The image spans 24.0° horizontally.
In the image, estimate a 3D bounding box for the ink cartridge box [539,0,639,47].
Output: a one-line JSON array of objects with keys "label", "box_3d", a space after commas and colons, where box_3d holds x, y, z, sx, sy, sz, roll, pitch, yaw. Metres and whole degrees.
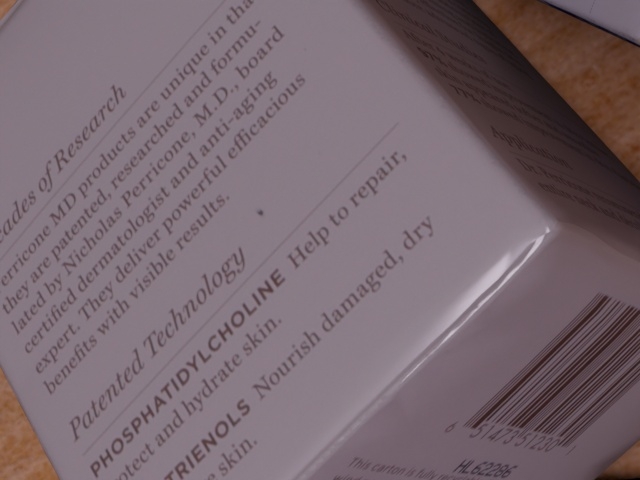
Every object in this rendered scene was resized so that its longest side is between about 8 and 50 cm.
[{"label": "ink cartridge box", "box_3d": [0.221, -0.300, 0.970, 0.071, 0.324, 0.330, 19, 102, -23]}]

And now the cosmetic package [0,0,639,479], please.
[{"label": "cosmetic package", "box_3d": [0.000, 0.000, 0.990, 0.327, 0.329, 0.394, -47, 57, 17]}]

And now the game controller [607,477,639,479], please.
[{"label": "game controller", "box_3d": [0.180, 0.266, 1.125, 0.319, 0.067, 0.166, -8, 103, 23]}]
